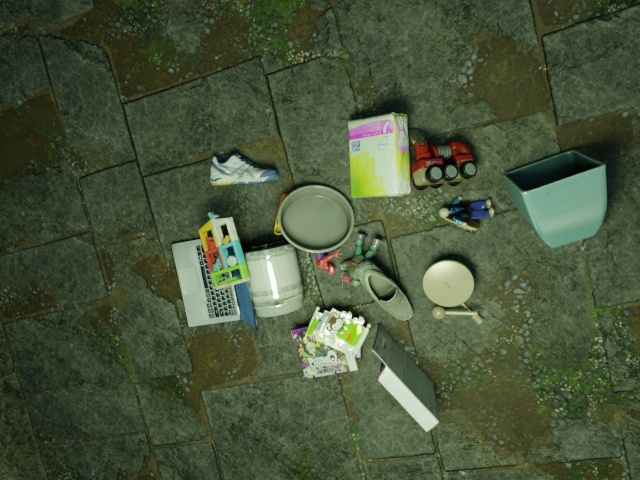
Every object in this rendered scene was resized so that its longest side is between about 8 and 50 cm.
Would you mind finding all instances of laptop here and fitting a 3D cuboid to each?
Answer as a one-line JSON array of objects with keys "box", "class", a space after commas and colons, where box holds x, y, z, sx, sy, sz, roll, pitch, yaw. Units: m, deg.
[{"box": [-0.447, 0.179, 1.801, 0.407, 0.236, 0.382, -10, 94, 11], "class": "laptop"}]

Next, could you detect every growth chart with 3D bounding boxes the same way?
[{"box": [0.065, 0.348, 1.698, 0.237, 0.021, 0.172, 19, 97, 12], "class": "growth chart"}]

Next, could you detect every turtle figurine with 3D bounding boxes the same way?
[{"box": [0.163, 0.096, 1.718, 0.175, 0.118, 0.234, 18, 95, 11], "class": "turtle figurine"}]

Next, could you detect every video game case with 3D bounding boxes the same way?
[{"box": [0.018, 0.433, 1.751, 0.232, 0.042, 0.210, -14, 91, 16], "class": "video game case"}]

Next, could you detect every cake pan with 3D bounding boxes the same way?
[{"box": [-0.018, -0.078, 1.694, 0.293, 0.054, 0.293, 2, 65, -3], "class": "cake pan"}]

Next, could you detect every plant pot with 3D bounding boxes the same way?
[{"box": [0.801, -0.126, 1.480, 0.247, 0.247, 0.252, -19, 109, 15], "class": "plant pot"}]

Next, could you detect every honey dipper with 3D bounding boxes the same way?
[{"box": [0.557, 0.255, 1.683, 0.160, 0.030, 0.030, 45, 104, 6], "class": "honey dipper"}]

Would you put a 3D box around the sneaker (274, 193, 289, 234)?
[{"box": [-0.150, -0.104, 1.786, 0.064, 0.067, 0.175, 8, 97, 14], "class": "sneaker"}]

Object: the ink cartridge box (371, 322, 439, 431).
[{"box": [0.295, 0.490, 1.621, 0.071, 0.324, 0.330, -45, 86, 12], "class": "ink cartridge box"}]

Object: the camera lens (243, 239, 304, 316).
[{"box": [-0.188, 0.144, 1.746, 0.219, 0.219, 0.274, -10, 94, 14], "class": "camera lens"}]

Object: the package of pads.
[{"box": [0.218, -0.307, 1.611, 0.229, 0.101, 0.297, 4, 100, 45], "class": "package of pads"}]

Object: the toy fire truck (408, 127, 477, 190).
[{"box": [0.417, -0.317, 1.589, 0.217, 0.158, 0.246, -9, 83, -18], "class": "toy fire truck"}]

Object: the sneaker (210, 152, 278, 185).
[{"box": [-0.317, -0.292, 1.780, 0.296, 0.112, 0.131, 1, 97, 12], "class": "sneaker"}]

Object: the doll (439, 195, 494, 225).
[{"box": [0.532, -0.112, 1.615, 0.188, 0.046, 0.129, -7, 61, 2], "class": "doll"}]

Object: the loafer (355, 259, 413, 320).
[{"box": [0.251, 0.206, 1.658, 0.112, 0.111, 0.319, -43, 114, 8], "class": "loafer"}]

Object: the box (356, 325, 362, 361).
[{"box": [0.105, 0.416, 1.787, 0.126, 0.072, 0.137, 0, 96, 13], "class": "box"}]

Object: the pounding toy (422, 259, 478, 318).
[{"box": [0.488, 0.169, 1.657, 0.182, 0.110, 0.237, -11, 104, 19], "class": "pounding toy"}]

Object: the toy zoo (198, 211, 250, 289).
[{"box": [-0.379, 0.032, 1.682, 0.192, 0.030, 0.293, -18, 88, 40], "class": "toy zoo"}]

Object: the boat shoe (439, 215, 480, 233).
[{"box": [0.516, -0.064, 1.642, 0.152, 0.056, 0.049, 26, 138, 20], "class": "boat shoe"}]

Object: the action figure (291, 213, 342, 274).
[{"box": [0.000, 0.000, 1.749, 0.139, 0.091, 0.280, -32, 89, 24], "class": "action figure"}]
